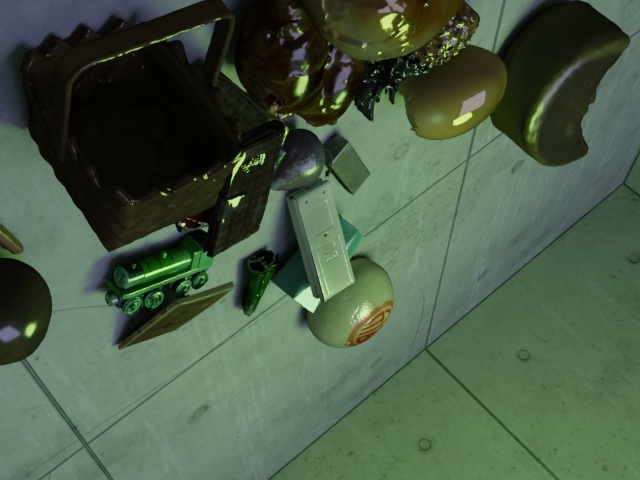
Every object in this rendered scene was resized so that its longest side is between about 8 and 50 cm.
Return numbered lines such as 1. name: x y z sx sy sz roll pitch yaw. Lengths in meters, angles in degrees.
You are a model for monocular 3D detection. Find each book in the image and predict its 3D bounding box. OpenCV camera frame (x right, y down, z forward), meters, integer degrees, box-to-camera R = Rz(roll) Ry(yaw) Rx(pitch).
1. book: -0.311 0.164 1.838 0.242 0.018 0.170 -36 168 39

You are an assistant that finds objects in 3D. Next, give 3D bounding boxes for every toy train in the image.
1. toy train: -0.317 0.063 1.712 0.251 0.085 0.119 -22 141 -46

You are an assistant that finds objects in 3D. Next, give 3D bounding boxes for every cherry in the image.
1. cherry: -0.051 -0.145 1.763 0.188 0.115 0.148 96 15 -63

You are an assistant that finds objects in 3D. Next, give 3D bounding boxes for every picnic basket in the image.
1. picnic basket: -0.252 -0.181 1.164 0.254 0.291 0.321 -29 163 -31

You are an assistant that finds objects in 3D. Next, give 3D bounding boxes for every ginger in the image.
1. ginger: -0.016 -0.336 1.468 0.274 0.152 0.357 -52 157 14

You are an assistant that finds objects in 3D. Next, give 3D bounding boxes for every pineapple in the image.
1. pineapple: 0.183 -0.379 1.761 0.310 0.141 0.170 -45 -178 17

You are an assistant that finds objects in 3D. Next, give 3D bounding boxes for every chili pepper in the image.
1. chili pepper: -0.156 0.116 2.079 0.088 0.059 0.227 -34 156 -35

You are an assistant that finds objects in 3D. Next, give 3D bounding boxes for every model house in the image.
1. model house: -0.185 -0.166 1.417 0.254 0.196 0.160 -50 156 6

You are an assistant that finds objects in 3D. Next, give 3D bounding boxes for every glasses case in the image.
1. glasses case: 0.055 -0.174 1.968 0.071 0.047 0.205 -50 156 -1

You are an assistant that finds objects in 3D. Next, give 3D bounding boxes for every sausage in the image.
1. sausage: -0.506 -0.007 1.357 0.026 0.026 0.116 -41 156 -11

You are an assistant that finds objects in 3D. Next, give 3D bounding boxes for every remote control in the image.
1. remote control: 0.000 0.000 1.999 0.103 0.055 0.277 -31 121 -29

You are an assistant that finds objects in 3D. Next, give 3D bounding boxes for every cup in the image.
1. cup: 0.000 0.049 2.135 0.235 0.134 0.148 -51 -172 -4

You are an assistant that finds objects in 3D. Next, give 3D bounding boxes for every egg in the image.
1. egg: 0.293 -0.333 1.889 0.244 0.201 0.201 -20 164 21

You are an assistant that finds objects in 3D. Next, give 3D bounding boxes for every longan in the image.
1. longan: -0.523 0.118 1.371 0.189 0.189 0.189 -36 154 -20

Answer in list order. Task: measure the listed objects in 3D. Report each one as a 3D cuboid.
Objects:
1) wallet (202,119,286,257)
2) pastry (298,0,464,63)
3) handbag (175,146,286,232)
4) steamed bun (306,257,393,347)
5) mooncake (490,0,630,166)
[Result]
1. wallet: -0.123 -0.079 1.360 0.124 0.042 0.230 -32 154 -42
2. pastry: 0.079 -0.468 1.230 0.409 0.245 0.409 -22 119 -48
3. handbag: -0.178 -0.123 1.648 0.175 0.088 0.270 -11 140 -40
4. steamed bun: 0.102 0.198 2.469 0.283 0.177 0.283 -37 155 -20
5. mooncake: 0.634 -0.418 2.264 0.394 0.246 0.393 -49 147 8
